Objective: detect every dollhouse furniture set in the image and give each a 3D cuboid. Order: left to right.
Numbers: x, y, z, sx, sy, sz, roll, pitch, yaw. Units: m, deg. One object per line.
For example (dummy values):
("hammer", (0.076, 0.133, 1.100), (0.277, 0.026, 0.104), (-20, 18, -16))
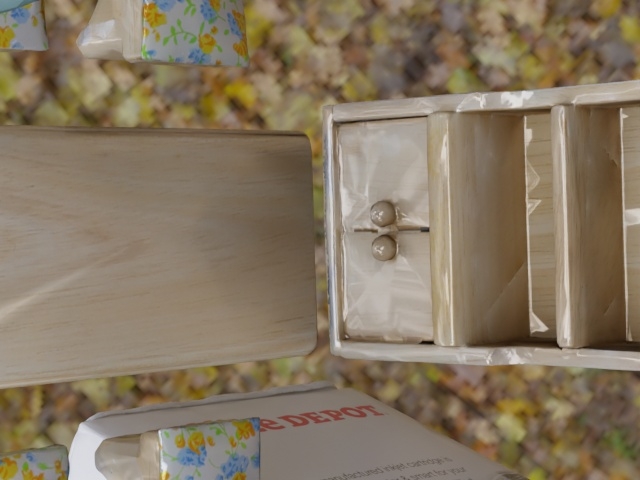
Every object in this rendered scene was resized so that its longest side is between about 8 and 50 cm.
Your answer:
("dollhouse furniture set", (0.000, 0.000, 0.873), (0.256, 0.394, 0.362), (-1, 91, 45))

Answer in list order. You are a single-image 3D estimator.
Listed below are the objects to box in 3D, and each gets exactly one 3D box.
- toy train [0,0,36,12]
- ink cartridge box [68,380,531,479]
("toy train", (-0.131, -0.216, 0.459), (0.190, 0.334, 0.142), (16, 157, -34))
("ink cartridge box", (0.062, 0.242, 1.052), (0.395, 0.285, 0.166), (25, 105, 35))
